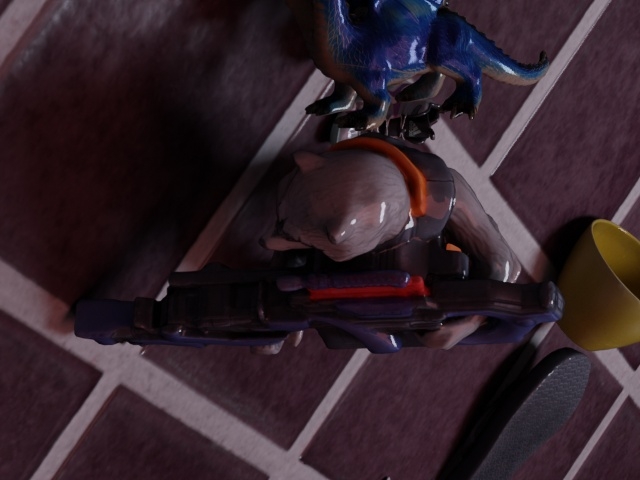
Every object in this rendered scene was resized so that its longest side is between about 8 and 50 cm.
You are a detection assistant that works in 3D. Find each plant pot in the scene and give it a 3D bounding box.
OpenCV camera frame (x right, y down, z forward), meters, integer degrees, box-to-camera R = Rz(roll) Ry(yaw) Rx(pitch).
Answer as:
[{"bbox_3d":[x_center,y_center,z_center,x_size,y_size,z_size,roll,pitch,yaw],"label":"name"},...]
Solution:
[{"bbox_3d":[0.293,0.058,1.846,0.095,0.134,0.134,-44,156,26],"label":"plant pot"}]

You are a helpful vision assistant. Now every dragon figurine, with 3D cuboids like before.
[{"bbox_3d":[0.062,-0.160,1.256,0.289,0.085,0.144,-8,110,-26],"label":"dragon figurine"}]

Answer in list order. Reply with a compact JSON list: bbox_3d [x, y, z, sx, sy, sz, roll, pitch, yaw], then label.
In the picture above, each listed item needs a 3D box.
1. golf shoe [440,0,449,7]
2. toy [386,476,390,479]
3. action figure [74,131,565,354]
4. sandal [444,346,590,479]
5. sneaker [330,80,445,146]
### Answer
[{"bbox_3d":[0.062,-0.206,1.336,0.198,0.077,0.094,-54,132,-11],"label":"golf shoe"},{"bbox_3d":[0.082,0.360,1.822,0.237,0.056,0.137,79,29,-52],"label":"toy"},{"bbox_3d":[0.000,0.000,1.304,0.330,0.341,0.178,67,23,-79],"label":"action figure"},{"bbox_3d":[0.183,0.207,1.883,0.254,0.054,0.097,-50,142,4],"label":"sandal"},{"bbox_3d":[0.060,-0.091,1.417,0.098,0.069,0.038,-36,142,-33],"label":"sneaker"}]
